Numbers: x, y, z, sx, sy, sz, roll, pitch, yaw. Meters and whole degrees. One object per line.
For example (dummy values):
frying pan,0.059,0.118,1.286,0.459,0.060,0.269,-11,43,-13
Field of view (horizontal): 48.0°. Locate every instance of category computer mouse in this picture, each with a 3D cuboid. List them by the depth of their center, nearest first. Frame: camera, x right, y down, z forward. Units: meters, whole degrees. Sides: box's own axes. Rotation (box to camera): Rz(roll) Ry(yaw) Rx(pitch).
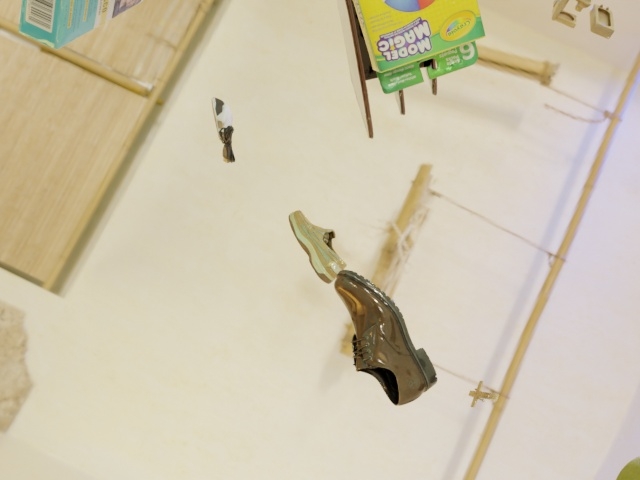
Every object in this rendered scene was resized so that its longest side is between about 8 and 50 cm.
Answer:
computer mouse,-0.220,-0.269,1.665,0.106,0.042,0.193,88,-12,-46

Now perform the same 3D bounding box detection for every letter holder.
letter holder,0.117,-0.352,1.220,0.302,0.152,0.214,74,5,-47

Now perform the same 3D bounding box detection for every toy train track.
toy train track,0.276,0.261,1.207,0.048,0.014,0.083,-66,-166,-14

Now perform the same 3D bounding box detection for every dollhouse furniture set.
dollhouse furniture set,0.653,-0.580,1.717,0.144,0.151,0.123,-69,-178,-46

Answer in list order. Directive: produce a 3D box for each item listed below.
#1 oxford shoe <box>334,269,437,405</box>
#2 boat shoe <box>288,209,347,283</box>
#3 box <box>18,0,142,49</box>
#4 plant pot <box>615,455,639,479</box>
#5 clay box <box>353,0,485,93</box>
oxford shoe,0.081,0.148,1.088,0.096,0.227,0.083,-32,176,-28
boat shoe,0.000,0.000,1.475,0.072,0.190,0.068,-40,147,13
box,-0.321,-0.358,1.005,0.244,0.060,0.100,-63,177,-53
plant pot,0.647,0.477,1.197,0.275,0.274,0.293,-64,-157,-5
clay box,0.098,-0.283,0.793,0.053,0.127,0.222,-107,178,-73
